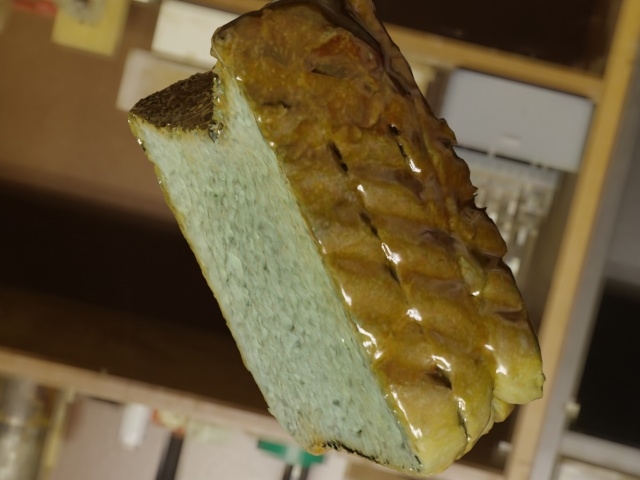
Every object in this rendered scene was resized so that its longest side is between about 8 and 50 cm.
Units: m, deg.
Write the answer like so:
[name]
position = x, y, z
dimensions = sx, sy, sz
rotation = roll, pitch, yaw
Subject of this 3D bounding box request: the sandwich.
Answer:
[sandwich]
position = 0.000, 0.000, 0.719
dimensions = 0.065, 0.186, 0.214
rotation = -26, -174, -16
